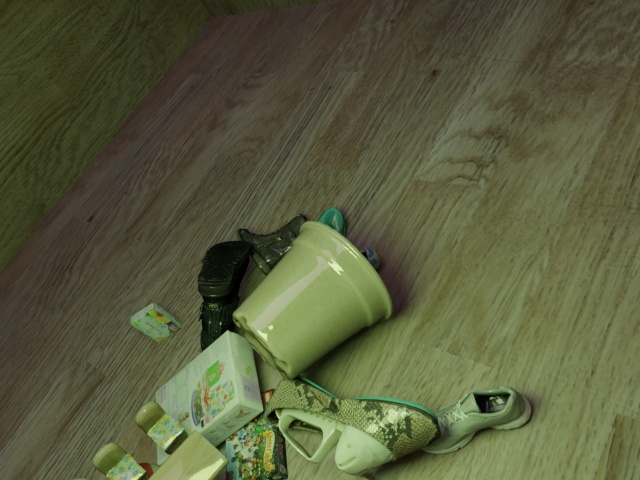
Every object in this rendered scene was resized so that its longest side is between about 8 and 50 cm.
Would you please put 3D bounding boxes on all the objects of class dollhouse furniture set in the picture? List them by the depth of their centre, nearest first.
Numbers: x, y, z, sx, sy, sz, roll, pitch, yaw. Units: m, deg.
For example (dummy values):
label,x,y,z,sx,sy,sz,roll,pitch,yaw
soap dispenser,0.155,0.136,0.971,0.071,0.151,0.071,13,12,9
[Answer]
label,x,y,z,sx,sy,sz,roll,pitch,yaw
dollhouse furniture set,-0.386,0.593,1.209,0.362,0.257,0.394,32,62,25

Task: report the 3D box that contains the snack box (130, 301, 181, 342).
label,x,y,z,sx,sy,sz,roll,pitch,yaw
snack box,-0.549,0.275,1.853,0.100,0.141,0.037,-32,44,8

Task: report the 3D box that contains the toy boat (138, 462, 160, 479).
label,x,y,z,sx,sy,sz,roll,pitch,yaw
toy boat,-0.470,0.686,1.401,0.151,0.151,0.231,-31,52,60

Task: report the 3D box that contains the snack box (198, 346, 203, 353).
label,x,y,z,sx,sy,sz,roll,pitch,yaw
snack box,-0.306,0.353,1.708,0.178,0.022,0.064,21,67,43

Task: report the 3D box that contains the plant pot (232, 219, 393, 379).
label,x,y,z,sx,sy,sz,roll,pitch,yaw
plant pot,-0.040,0.173,1.410,0.305,0.334,0.333,-42,42,-19

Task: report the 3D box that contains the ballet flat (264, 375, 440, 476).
label,x,y,z,sx,sy,sz,roll,pitch,yaw
ballet flat,0.043,0.435,1.270,0.482,0.164,0.182,0,42,46

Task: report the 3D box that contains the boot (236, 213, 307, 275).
label,x,y,z,sx,sy,sz,roll,pitch,yaw
boot,-0.143,-0.013,1.870,0.229,0.091,0.263,-38,47,-6

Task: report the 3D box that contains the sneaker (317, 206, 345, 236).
label,x,y,z,sx,sy,sz,roll,pitch,yaw
sneaker,0.000,0.000,1.703,0.107,0.110,0.275,22,58,13

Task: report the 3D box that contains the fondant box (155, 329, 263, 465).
label,x,y,z,sx,sy,sz,roll,pitch,yaw
fondant box,-0.318,0.444,1.535,0.330,0.096,0.238,-42,40,20

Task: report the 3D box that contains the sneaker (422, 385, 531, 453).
label,x,y,z,sx,sy,sz,roll,pitch,yaw
sneaker,0.311,0.373,1.196,0.262,0.121,0.099,-27,45,14

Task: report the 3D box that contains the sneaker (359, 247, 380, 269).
label,x,y,z,sx,sy,sz,roll,pitch,yaw
sneaker,0.060,0.086,1.634,0.237,0.086,0.085,-27,46,15

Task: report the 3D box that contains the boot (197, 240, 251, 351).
label,x,y,z,sx,sy,sz,roll,pitch,yaw
boot,-0.298,0.172,1.724,0.131,0.260,0.348,3,27,8

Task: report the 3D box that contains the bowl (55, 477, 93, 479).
label,x,y,z,sx,sy,sz,roll,pitch,yaw
bowl,-0.710,0.737,1.469,0.298,0.134,0.298,-45,1,1

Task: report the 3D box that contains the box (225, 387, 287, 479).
label,x,y,z,sx,sy,sz,roll,pitch,yaw
box,-0.172,0.525,1.457,0.159,0.044,0.233,-25,45,16

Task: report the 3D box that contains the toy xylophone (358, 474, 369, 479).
label,x,y,z,sx,sy,sz,roll,pitch,yaw
toy xylophone,0.064,0.630,1.178,0.236,0.081,0.322,-41,41,-13
